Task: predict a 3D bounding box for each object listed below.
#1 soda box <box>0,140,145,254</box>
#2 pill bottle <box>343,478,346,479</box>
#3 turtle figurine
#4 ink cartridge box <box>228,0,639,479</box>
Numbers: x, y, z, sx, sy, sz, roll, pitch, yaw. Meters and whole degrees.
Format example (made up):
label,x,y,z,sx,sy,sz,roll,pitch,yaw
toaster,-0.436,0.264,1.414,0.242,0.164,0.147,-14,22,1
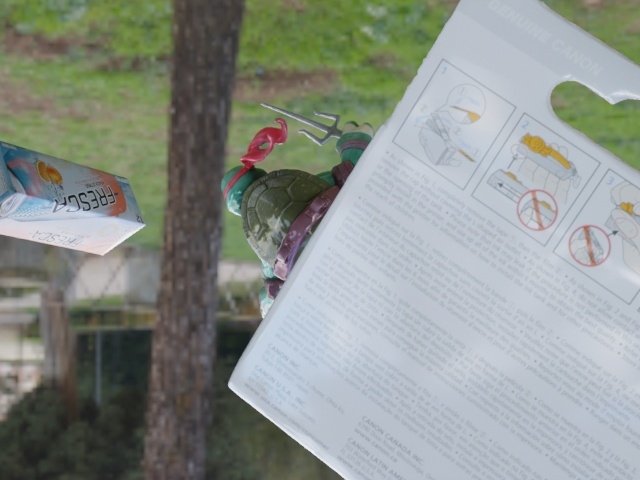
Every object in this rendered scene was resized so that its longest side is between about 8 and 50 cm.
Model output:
label,x,y,z,sx,sy,sz,roll,pitch,yaw
soda box,-0.247,-0.036,1.174,0.063,0.058,0.183,-34,157,22
pill bottle,0.115,0.212,1.243,0.176,0.318,0.176,7,-156,-3
turtle figurine,0.000,0.000,0.971,0.234,0.175,0.118,38,-164,19
ink cartridge box,0.069,0.020,0.440,0.145,0.179,0.045,36,-163,14
